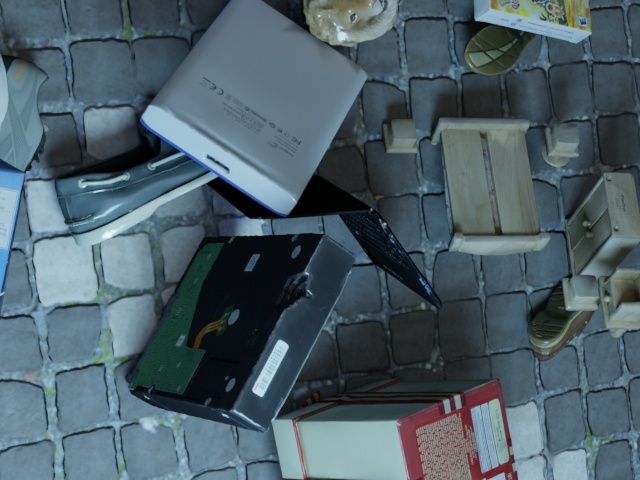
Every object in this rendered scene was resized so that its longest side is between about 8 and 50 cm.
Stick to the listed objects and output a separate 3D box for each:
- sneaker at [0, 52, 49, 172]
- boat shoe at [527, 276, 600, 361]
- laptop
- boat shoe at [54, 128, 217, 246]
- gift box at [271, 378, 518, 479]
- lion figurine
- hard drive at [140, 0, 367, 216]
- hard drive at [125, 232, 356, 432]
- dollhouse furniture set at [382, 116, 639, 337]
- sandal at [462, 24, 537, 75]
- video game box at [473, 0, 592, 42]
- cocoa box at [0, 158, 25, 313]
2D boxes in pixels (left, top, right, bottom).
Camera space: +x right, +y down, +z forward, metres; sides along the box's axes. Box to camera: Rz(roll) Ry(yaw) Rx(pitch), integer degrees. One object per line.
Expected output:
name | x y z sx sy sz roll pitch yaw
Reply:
sneaker | -0.386 -0.097 1.763 0.108 0.100 0.271 8 85 -32
boat shoe | 0.373 0.114 2.179 0.178 0.064 0.060 -42 140 -30
laptop | 0.000 0.000 1.889 0.136 0.234 0.264 -39 114 -6
boat shoe | -0.196 -0.111 1.852 0.319 0.116 0.099 -33 107 -19
gift box | 0.108 0.322 1.927 0.276 0.258 0.255 -7 90 -47
lion figurine | 0.043 -0.459 1.985 0.240 0.142 0.392 -15 77 -20
hard drive | -0.075 -0.182 1.835 0.210 0.040 0.318 33 39 -5
hard drive | -0.106 0.106 1.767 0.064 0.339 0.237 35 73 -25
dollhouse furniture set | 0.263 -0.003 2.080 0.356 0.174 0.303 1 64 -11
sandal | 0.266 -0.295 2.138 0.180 0.049 0.072 -43 104 -37
video game box | 0.310 -0.408 2.137 0.187 0.048 0.205 6 72 -25
cocoa box | -0.481 -0.008 1.551 0.231 0.347 0.228 10 96 -26
